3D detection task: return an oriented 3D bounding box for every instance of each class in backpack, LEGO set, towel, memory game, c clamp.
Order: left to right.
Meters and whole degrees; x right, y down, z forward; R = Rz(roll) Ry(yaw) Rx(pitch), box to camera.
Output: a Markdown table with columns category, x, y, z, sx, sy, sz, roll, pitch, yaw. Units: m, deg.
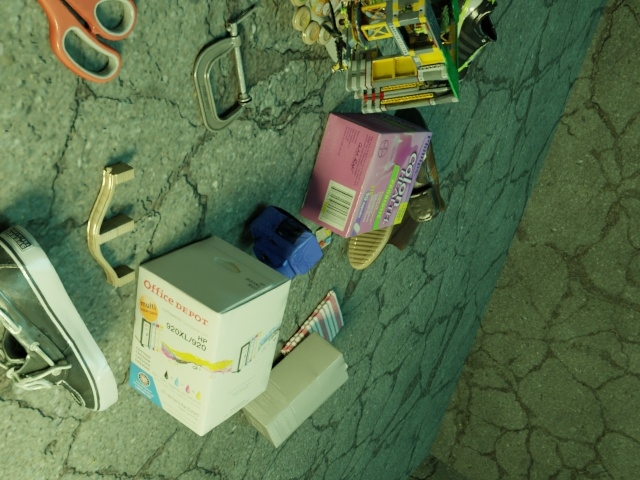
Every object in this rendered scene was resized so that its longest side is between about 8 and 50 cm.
| category | x | y | z | sx | sy | sz | roll | pitch | yaw |
| --- | --- | --- | --- | --- | --- | --- | --- | --- | --- |
| c clamp | -0.128 | -0.238 | 1.010 | 0.137 | 0.022 | 0.160 | -42 | 147 | -37 |
| backpack | -0.072 | 0.001 | 1.234 | 0.101 | 0.120 | 0.098 | -43 | 152 | -16 |
| towel | -0.016 | 0.224 | 1.660 | 0.197 | 0.029 | 0.144 | -49 | 149 | -26 |
| memory game | 0.016 | -0.380 | 1.042 | 0.186 | 0.012 | 0.186 | -43 | 148 | -35 |
| LEGO set | 0.094 | -0.341 | 1.077 | 0.331 | 0.192 | 0.255 | 18 | 70 | -68 |

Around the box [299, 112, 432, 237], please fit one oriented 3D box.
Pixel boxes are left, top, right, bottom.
| category | x | y | z | sx | sy | sz | roll | pitch | yaw |
| --- | --- | --- | --- | --- | --- | --- | --- | --- | --- |
| box | 0.096 | -0.137 | 1.412 | 0.243 | 0.117 | 0.213 | -15 | 128 | -57 |

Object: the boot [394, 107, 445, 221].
| category | x | y | z | sx | sy | sz | roll | pitch | yaw |
| --- | --- | --- | --- | --- | --- | --- | --- | --- | --- |
| boot | 0.248 | -0.183 | 1.652 | 0.264 | 0.096 | 0.280 | 72 | 20 | -4 |

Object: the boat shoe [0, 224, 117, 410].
| category | x | y | z | sx | sy | sz | roll | pitch | yaw |
| --- | --- | --- | --- | --- | --- | --- | --- | --- | --- |
| boat shoe | -0.345 | 0.126 | 0.861 | 0.105 | 0.113 | 0.306 | -39 | 144 | -28 |

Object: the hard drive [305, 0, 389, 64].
| category | x | y | z | sx | sy | sz | roll | pitch | yaw |
| --- | --- | --- | --- | --- | --- | --- | --- | --- | --- |
| hard drive | 0.096 | -0.496 | 1.149 | 0.353 | 0.047 | 0.233 | -57 | 154 | -9 |

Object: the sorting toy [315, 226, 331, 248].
| category | x | y | z | sx | sy | sz | roll | pitch | yaw |
| --- | --- | --- | --- | --- | --- | --- | --- | --- | --- |
| sorting toy | 0.000 | 0.000 | 1.487 | 0.083 | 0.012 | 0.062 | -34 | 143 | -45 |

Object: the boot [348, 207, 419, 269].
| category | x | y | z | sx | sy | sz | roll | pitch | yaw |
| --- | --- | --- | --- | --- | --- | --- | --- | --- | --- |
| boot | 0.169 | -0.012 | 1.681 | 0.248 | 0.090 | 0.207 | -63 | 147 | -12 |

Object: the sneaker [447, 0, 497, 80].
| category | x | y | z | sx | sy | sz | roll | pitch | yaw |
| --- | --- | --- | --- | --- | --- | --- | --- | --- | --- |
| sneaker | 0.333 | -0.434 | 1.531 | 0.084 | 0.097 | 0.234 | -54 | 158 | -31 |

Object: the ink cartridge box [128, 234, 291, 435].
| category | x | y | z | sx | sy | sz | roll | pitch | yaw |
| --- | --- | --- | --- | --- | --- | --- | --- | --- | --- |
| ink cartridge box | -0.180 | 0.143 | 1.111 | 0.168 | 0.171 | 0.232 | -26 | 136 | -51 |

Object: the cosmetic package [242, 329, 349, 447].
| category | x | y | z | sx | sy | sz | roll | pitch | yaw |
| --- | --- | --- | --- | --- | --- | --- | --- | --- | --- |
| cosmetic package | -0.055 | 0.330 | 1.563 | 0.238 | 0.107 | 0.127 | -42 | 146 | -23 |

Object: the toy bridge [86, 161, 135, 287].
| category | x | y | z | sx | sy | sz | roll | pitch | yaw |
| --- | --- | --- | --- | --- | --- | --- | --- | --- | --- |
| toy bridge | -0.281 | -0.016 | 0.938 | 0.063 | 0.026 | 0.188 | -32 | 141 | -45 |

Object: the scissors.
| category | x | y | z | sx | sy | sz | roll | pitch | yaw |
| --- | --- | --- | --- | --- | --- | --- | --- | --- | --- |
| scissors | -0.285 | -0.257 | 0.702 | 0.109 | 0.021 | 0.297 | -60 | 156 | -1 |
